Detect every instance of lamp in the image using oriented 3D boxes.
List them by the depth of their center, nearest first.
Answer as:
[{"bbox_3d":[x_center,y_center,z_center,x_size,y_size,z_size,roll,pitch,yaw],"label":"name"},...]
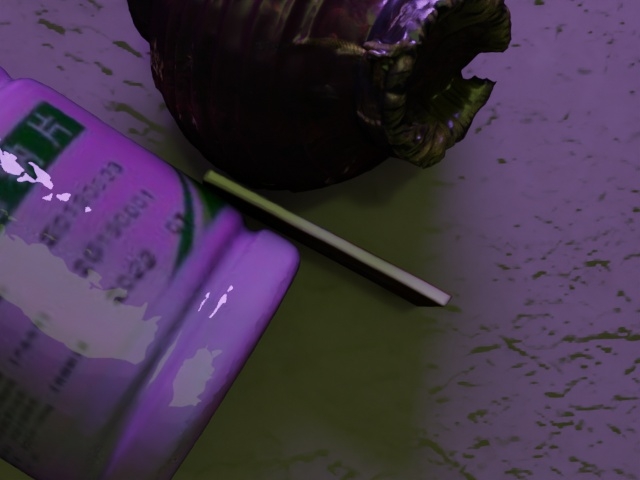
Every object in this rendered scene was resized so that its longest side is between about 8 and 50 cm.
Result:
[{"bbox_3d":[0.002,-0.142,1.025,0.247,0.247,0.247,0,86,-4],"label":"lamp"}]

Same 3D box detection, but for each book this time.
[{"bbox_3d":[0.000,0.000,1.069,0.172,0.118,0.012,28,87,-3],"label":"book"}]

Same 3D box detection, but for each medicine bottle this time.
[{"bbox_3d":[-0.197,0.008,1.012,0.325,0.212,0.212,34,85,-2],"label":"medicine bottle"}]
